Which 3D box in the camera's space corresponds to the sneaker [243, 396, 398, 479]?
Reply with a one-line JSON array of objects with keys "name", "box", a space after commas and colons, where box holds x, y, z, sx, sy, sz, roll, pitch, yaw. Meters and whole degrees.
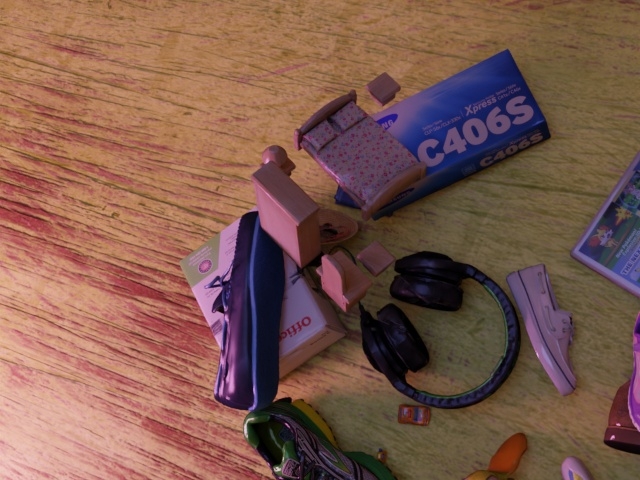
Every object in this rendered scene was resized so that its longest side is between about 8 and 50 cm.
[{"name": "sneaker", "box": [-0.002, 0.402, 1.642, 0.343, 0.146, 0.134, 34, 106, 27]}]

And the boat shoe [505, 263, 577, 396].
[{"name": "boat shoe", "box": [0.378, 0.139, 1.597, 0.075, 0.083, 0.226, -27, 67, 15]}]

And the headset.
[{"name": "headset", "box": [0.143, 0.118, 1.644, 0.394, 0.185, 0.243, 31, 89, 23]}]

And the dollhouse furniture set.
[{"name": "dollhouse furniture set", "box": [0.075, -0.119, 1.592, 0.355, 0.174, 0.303, -39, 69, -15]}]

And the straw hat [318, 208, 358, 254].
[{"name": "straw hat", "box": [0.000, 0.000, 1.802, 0.144, 0.144, 0.061, 11, 122, 25]}]

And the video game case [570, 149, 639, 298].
[{"name": "video game case", "box": [0.620, -0.034, 1.570, 0.300, 0.036, 0.329, 35, 92, 26]}]

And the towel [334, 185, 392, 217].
[{"name": "towel", "box": [0.088, -0.087, 1.809, 0.119, 0.029, 0.067, 15, 79, 26]}]

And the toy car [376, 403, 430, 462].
[{"name": "toy car", "box": [0.141, 0.333, 1.668, 0.060, 0.040, 0.122, 21, 84, 26]}]

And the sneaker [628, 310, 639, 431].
[{"name": "sneaker", "box": [0.508, 0.188, 1.466, 0.095, 0.105, 0.236, -4, 44, 18]}]

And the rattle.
[{"name": "rattle", "box": [0.323, 0.439, 1.570, 0.200, 0.142, 0.130, 50, 131, 11]}]

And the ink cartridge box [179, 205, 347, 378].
[{"name": "ink cartridge box", "box": [-0.107, 0.106, 1.792, 0.198, 0.115, 0.273, -34, 66, 11]}]

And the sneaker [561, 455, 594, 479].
[{"name": "sneaker", "box": [0.390, 0.462, 1.502, 0.126, 0.091, 0.240, -23, 69, 16]}]

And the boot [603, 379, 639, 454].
[{"name": "boot", "box": [0.590, 0.279, 1.465, 0.305, 0.112, 0.115, 8, 69, 26]}]

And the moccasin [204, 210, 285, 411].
[{"name": "moccasin", "box": [-0.140, 0.116, 1.663, 0.116, 0.137, 0.342, -3, 74, 26]}]

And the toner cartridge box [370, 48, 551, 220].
[{"name": "toner cartridge box", "box": [0.214, -0.187, 1.739, 0.347, 0.075, 0.165, -26, 63, 10]}]
